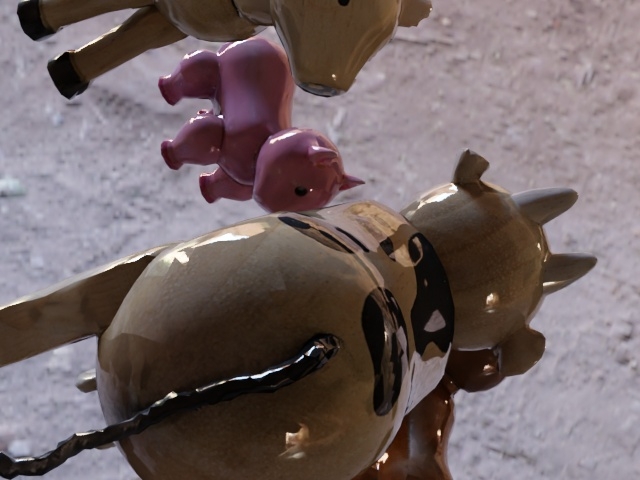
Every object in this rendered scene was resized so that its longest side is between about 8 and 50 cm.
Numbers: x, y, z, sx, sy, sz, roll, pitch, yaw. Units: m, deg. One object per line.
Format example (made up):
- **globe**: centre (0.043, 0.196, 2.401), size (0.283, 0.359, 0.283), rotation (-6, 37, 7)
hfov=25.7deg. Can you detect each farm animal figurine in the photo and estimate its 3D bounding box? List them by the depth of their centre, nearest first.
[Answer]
- **farm animal figurine**: centre (0.000, 0.000, 0.513), size (0.172, 0.330, 0.327), rotation (-21, 17, 21)
